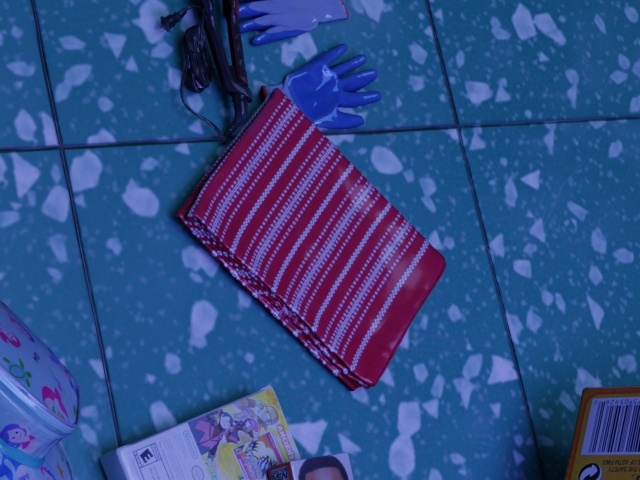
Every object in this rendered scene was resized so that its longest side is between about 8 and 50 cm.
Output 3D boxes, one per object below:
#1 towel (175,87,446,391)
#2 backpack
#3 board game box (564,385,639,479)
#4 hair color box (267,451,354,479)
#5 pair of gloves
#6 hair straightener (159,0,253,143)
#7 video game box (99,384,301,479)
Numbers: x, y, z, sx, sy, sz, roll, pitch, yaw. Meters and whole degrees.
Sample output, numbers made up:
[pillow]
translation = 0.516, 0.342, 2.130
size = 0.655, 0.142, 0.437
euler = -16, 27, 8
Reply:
[towel]
translation = 0.000, 0.000, 1.696
size = 0.275, 0.031, 0.199
euler = 45, 57, -16
[backpack]
translation = -0.301, 0.148, 1.333
size = 0.191, 0.225, 0.253
euler = -35, 103, 1
[board game box]
translation = 0.461, 0.376, 1.627
size = 0.356, 0.356, 0.356
euler = 43, 53, -39
[hair color box]
translation = 0.002, 0.276, 1.551
size = 0.072, 0.043, 0.141
euler = -5, 76, -36
[pair of gloves]
translation = -0.018, -0.209, 1.770
size = 0.159, 0.023, 0.198
euler = -16, 84, -37
[hair straightener]
translation = -0.124, -0.212, 1.697
size = 0.089, 0.047, 0.230
euler = -6, 83, -16
[video game box]
translation = -0.089, 0.262, 1.549
size = 0.187, 0.048, 0.205
euler = -19, 86, -35
